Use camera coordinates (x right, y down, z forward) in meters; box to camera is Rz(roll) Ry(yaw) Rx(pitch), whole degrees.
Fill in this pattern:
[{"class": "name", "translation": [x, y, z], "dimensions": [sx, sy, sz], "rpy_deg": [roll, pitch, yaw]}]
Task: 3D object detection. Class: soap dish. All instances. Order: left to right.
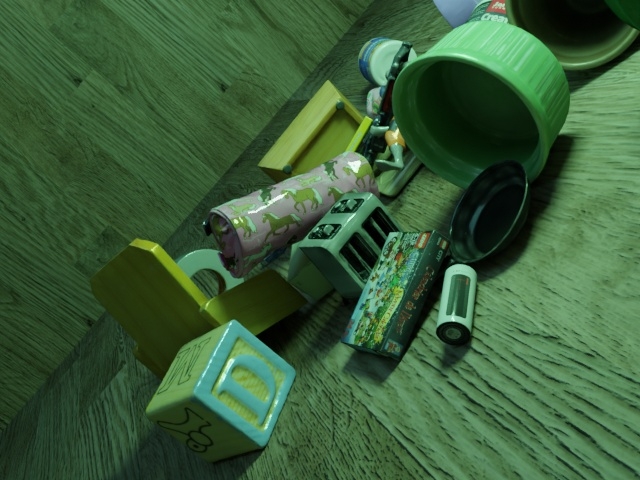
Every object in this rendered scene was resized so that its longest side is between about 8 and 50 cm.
[{"class": "soap dish", "translation": [0.012, -0.233, 1.986], "dimensions": [0.291, 0.229, 0.118], "rpy_deg": [-51, 32, -3]}]

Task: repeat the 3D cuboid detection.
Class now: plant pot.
[{"class": "plant pot", "translation": [0.516, -0.486, 1.481], "dimensions": [0.263, 0.263, 0.229], "rpy_deg": [-34, 4, 37]}]

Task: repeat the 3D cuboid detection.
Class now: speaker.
[{"class": "speaker", "translation": [0.219, 0.101, 1.219], "dimensions": [0.055, 0.055, 0.136], "rpy_deg": [-34, 23, 37]}]

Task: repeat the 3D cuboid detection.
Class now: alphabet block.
[{"class": "alphabet block", "translation": [-0.200, 0.309, 1.537], "dimensions": [0.197, 0.192, 0.193], "rpy_deg": [-28, 25, 43]}]

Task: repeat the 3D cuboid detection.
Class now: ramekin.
[{"class": "ramekin", "translation": [0.295, -0.244, 1.370], "dimensions": [0.148, 0.303, 0.303], "rpy_deg": [-50, 17, -29]}]

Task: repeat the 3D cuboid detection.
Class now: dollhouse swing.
[{"class": "dollhouse swing", "translation": [-0.290, 0.121, 1.752], "dimensions": [0.315, 0.305, 0.347], "rpy_deg": [-29, -2, -45]}]

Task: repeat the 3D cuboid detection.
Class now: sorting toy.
[{"class": "sorting toy", "translation": [0.168, -0.164, 1.892], "dimensions": [0.307, 0.041, 0.229], "rpy_deg": [-51, 21, -3]}]

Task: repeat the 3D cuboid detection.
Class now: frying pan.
[{"class": "frying pan", "translation": [0.263, 0.011, 1.307], "dimensions": [0.326, 0.053, 0.197], "rpy_deg": [-64, 21, 0]}]

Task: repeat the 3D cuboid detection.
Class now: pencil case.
[{"class": "pencil case", "translation": [-0.052, -0.062, 1.636], "dimensions": [0.386, 0.160, 0.167], "rpy_deg": [-27, 23, -26]}, {"class": "pencil case", "translation": [0.233, -0.386, 2.062], "dimensions": [0.124, 0.124, 0.284], "rpy_deg": [-55, 19, -19]}]

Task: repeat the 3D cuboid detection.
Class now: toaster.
[{"class": "toaster", "translation": [0.075, 0.017, 1.542], "dimensions": [0.168, 0.186, 0.110], "rpy_deg": [-48, 19, -23]}]

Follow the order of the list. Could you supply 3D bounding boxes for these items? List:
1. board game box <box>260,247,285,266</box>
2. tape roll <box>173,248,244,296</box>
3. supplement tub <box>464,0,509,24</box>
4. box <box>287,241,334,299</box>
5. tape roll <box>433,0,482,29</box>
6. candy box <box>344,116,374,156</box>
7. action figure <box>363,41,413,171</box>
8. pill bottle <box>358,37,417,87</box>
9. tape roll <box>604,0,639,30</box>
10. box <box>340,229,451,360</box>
[{"class": "board game box", "translation": [-0.131, 0.022, 2.207], "dimensions": [0.090, 0.020, 0.090], "rpy_deg": [-37, 20, 31]}, {"class": "tape roll", "translation": [-0.324, 0.134, 2.103], "dimensions": [0.219, 0.219, 0.072], "rpy_deg": [-55, 20, -19]}, {"class": "supplement tub", "translation": [0.384, -0.406, 1.640], "dimensions": [0.272, 0.191, 0.191], "rpy_deg": [-57, 20, -23]}, {"class": "box", "translation": [0.000, 0.000, 1.792], "dimensions": [0.113, 0.094, 0.275], "rpy_deg": [-40, 27, 32]}, {"class": "tape roll", "translation": [0.387, -0.627, 1.937], "dimensions": [0.090, 0.275, 0.275], "rpy_deg": [-33, 24, 39]}, {"class": "candy box", "translation": [0.087, -0.204, 1.918], "dimensions": [0.206, 0.027, 0.105], "rpy_deg": [-60, -22, 1]}, {"class": "action figure", "translation": [0.208, -0.269, 1.796], "dimensions": [0.330, 0.178, 0.341], "rpy_deg": [-74, 1, -57]}, {"class": "pill bottle", "translation": [0.204, -0.566, 2.417], "dimensions": [0.152, 0.152, 0.272], "rpy_deg": [-46, 19, 6]}, {"class": "tape roll", "translation": [0.569, -0.455, 1.122], "dimensions": [0.321, 0.321, 0.077], "rpy_deg": [-42, 20, 18]}, {"class": "box", "translation": [0.133, 0.094, 1.373], "dimensions": [0.233, 0.044, 0.159], "rpy_deg": [-65, 21, -12]}]
